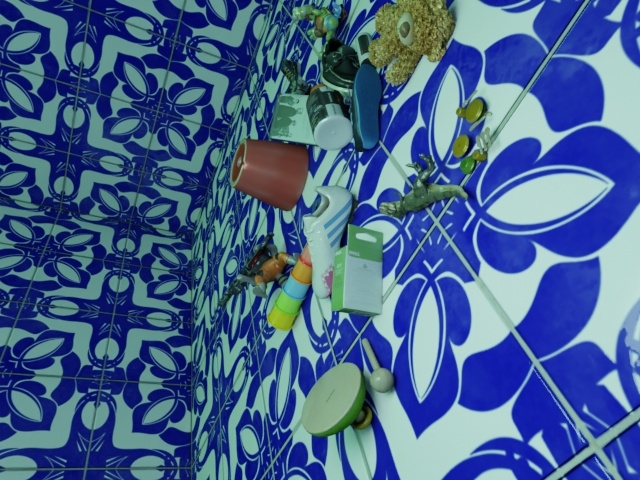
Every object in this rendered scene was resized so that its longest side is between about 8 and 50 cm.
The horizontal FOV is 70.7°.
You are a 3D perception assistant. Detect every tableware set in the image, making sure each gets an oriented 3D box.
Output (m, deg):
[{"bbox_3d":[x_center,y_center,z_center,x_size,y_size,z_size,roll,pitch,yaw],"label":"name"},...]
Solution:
[{"bbox_3d":[0.303,-0.214,0.906,0.104,0.024,0.154,132,142,-52],"label":"tableware set"}]

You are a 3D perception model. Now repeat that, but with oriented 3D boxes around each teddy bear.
[{"bbox_3d":[0.204,-0.539,1.169,0.338,0.113,0.245,-111,38,-51],"label":"teddy bear"}]

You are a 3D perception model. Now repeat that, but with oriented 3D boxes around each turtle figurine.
[{"bbox_3d":[-0.042,-0.794,1.720,0.274,0.198,0.266,-62,25,23],"label":"turtle figurine"}]

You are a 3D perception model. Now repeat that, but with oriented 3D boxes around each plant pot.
[{"bbox_3d":[-0.210,-0.273,1.769,0.275,0.243,0.274,-42,41,52],"label":"plant pot"}]

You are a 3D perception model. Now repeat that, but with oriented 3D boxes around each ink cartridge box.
[{"bbox_3d":[0.092,0.075,1.110,0.062,0.109,0.209,-28,54,58],"label":"ink cartridge box"}]

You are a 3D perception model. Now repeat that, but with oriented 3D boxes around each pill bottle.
[{"bbox_3d":[0.023,-0.414,1.470,0.130,0.131,0.245,-57,32,38],"label":"pill bottle"}]

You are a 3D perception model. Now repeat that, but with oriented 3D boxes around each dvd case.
[{"bbox_3d":[-0.078,-0.452,1.683,0.239,0.030,0.179,16,94,32],"label":"dvd case"}]

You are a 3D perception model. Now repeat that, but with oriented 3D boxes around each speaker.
[{"bbox_3d":[0.141,-0.578,1.389,0.055,0.055,0.136,-49,36,46],"label":"speaker"}]

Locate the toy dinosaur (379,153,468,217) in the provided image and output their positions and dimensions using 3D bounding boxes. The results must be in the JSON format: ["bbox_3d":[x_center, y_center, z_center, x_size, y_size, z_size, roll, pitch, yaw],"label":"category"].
[{"bbox_3d":[0.223,-0.121,0.985,0.268,0.064,0.118,-14,81,63],"label":"toy dinosaur"}]

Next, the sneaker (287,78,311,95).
[{"bbox_3d":[-0.085,-0.566,1.812,0.268,0.101,0.153,45,120,63],"label":"sneaker"}]

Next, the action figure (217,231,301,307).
[{"bbox_3d":[-0.215,0.148,1.670,0.341,0.179,0.330,-54,18,-8],"label":"action figure"}]

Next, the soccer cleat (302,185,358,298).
[{"bbox_3d":[0.000,0.000,1.304,0.116,0.143,0.331,14,91,66],"label":"soccer cleat"}]

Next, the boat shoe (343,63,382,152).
[{"bbox_3d":[0.112,-0.379,1.296,0.089,0.109,0.258,153,128,-64],"label":"boat shoe"}]

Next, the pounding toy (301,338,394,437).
[{"bbox_3d":[0.076,0.372,1.045,0.237,0.110,0.183,-44,18,3],"label":"pounding toy"}]

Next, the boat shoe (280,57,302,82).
[{"bbox_3d":[-0.134,-0.737,2.023,0.065,0.083,0.183,-49,37,47],"label":"boat shoe"}]

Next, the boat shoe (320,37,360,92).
[{"bbox_3d":[0.071,-0.571,1.448,0.340,0.127,0.113,-96,16,-54],"label":"boat shoe"}]

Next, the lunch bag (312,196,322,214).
[{"bbox_3d":[0.006,-0.083,1.425,0.067,0.065,0.098,-33,48,57],"label":"lunch bag"}]

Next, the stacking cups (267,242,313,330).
[{"bbox_3d":[-0.075,0.147,1.458,0.316,0.096,0.096,-64,28,25],"label":"stacking cups"}]
